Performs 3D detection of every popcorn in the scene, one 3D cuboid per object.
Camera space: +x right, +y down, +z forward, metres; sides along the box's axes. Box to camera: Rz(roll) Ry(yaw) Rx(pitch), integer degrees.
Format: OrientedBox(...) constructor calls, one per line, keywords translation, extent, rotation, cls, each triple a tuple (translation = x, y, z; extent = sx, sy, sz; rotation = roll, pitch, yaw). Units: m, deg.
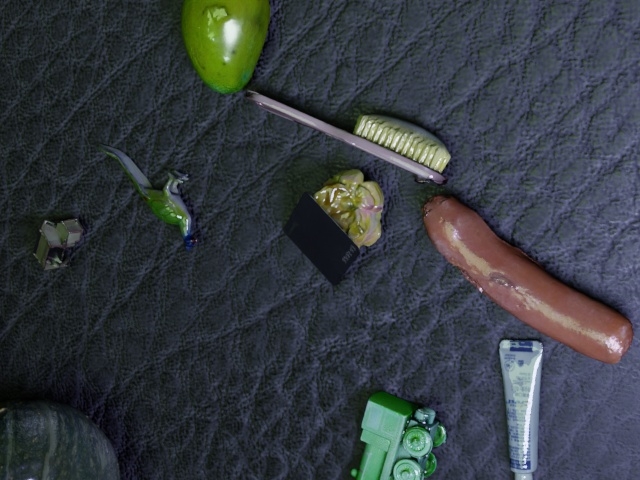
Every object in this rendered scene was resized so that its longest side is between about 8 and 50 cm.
OrientedBox(translation=(0.037, -0.037, 1.724), extent=(0.096, 0.089, 0.109), rotation=(9, 131, 37), cls="popcorn")

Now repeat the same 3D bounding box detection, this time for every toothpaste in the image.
OrientedBox(translation=(0.276, 0.242, 1.719), extent=(0.061, 0.037, 0.216), rotation=(0, 97, 21), cls="toothpaste")

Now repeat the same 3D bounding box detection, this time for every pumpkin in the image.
OrientedBox(translation=(-0.473, 0.387, 1.915), extent=(0.327, 0.291, 0.258), rotation=(-27, 50, 36), cls="pumpkin")

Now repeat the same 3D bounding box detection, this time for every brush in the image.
OrientedBox(translation=(0.040, -0.158, 1.719), extent=(0.312, 0.072, 0.067), rotation=(24, 86, 18), cls="brush")

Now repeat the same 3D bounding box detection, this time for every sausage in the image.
OrientedBox(translation=(0.263, 0.054, 1.662), extent=(0.326, 0.079, 0.087), rotation=(35, 122, 12), cls="sausage")

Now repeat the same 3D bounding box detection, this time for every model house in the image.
OrientedBox(translation=(-0.403, -0.003, 1.924), extent=(0.058, 0.057, 0.083), rotation=(53, 137, 32), cls="model house")

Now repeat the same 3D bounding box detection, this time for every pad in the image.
OrientedBox(translation=(0.000, 0.000, 1.733), extent=(0.112, 0.003, 0.157), rotation=(47, 157, 6), cls="pad")

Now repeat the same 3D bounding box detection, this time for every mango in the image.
OrientedBox(translation=(-0.132, -0.288, 1.732), extent=(0.119, 0.100, 0.178), rotation=(8, 112, 17), cls="mango")

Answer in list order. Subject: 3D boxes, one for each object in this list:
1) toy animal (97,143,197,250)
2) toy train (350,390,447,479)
OrientedBox(translation=(-0.239, -0.086, 1.848), extent=(0.217, 0.041, 0.075), rotation=(48, 114, 10), cls="toy animal")
OrientedBox(translation=(0.096, 0.341, 1.788), extent=(0.119, 0.085, 0.251), rotation=(21, 106, 22), cls="toy train")
